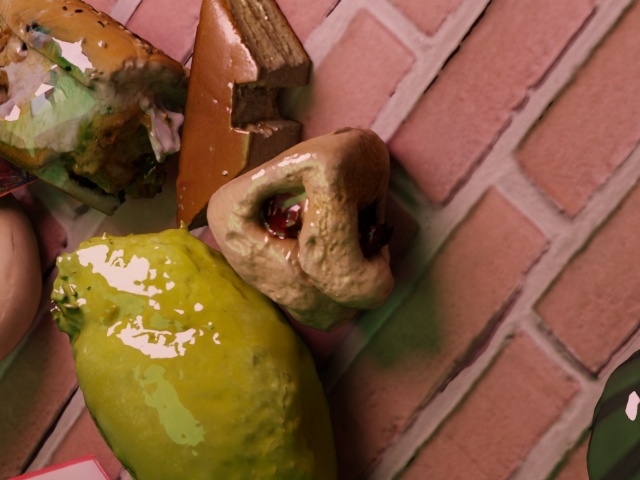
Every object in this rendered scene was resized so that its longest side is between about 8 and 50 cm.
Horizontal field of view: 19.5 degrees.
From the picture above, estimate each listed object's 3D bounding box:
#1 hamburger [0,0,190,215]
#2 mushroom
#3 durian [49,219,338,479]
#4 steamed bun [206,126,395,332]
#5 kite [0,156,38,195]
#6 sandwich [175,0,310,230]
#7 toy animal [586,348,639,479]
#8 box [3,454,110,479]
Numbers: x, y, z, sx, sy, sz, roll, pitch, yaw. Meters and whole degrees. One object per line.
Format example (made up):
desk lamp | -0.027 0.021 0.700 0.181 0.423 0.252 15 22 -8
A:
hamburger | -0.251 -0.145 1.777 0.288 0.192 0.168 31 88 28
mushroom | -0.403 0.036 1.909 0.246 0.246 0.202 54 164 18
durian | -0.096 0.156 1.705 0.340 0.204 0.256 47 157 22
steamed bun | 0.000 0.000 1.653 0.172 0.141 0.155 -29 82 30
kite | -0.327 -0.089 1.889 0.159 0.190 0.010 9 133 -7
sandwich | -0.067 -0.122 1.715 0.088 0.090 0.245 12 99 38
toy animal | 0.325 0.232 1.415 0.338 0.216 0.191 60 150 18
box | -0.311 0.440 1.812 0.312 0.314 0.300 51 123 20
